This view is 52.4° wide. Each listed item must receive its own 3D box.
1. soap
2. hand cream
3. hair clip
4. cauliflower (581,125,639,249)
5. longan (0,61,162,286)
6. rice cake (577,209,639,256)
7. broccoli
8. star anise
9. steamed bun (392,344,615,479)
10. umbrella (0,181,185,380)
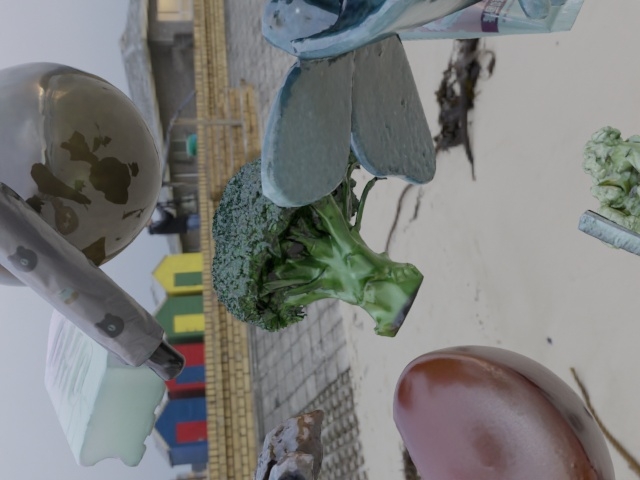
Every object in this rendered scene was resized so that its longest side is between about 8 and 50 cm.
[{"bbox_3d":[-0.386,0.213,1.136,0.347,0.115,0.208,28,100,54],"label":"soap"},{"bbox_3d":[0.116,-0.249,0.721,0.085,0.331,0.058,-57,-36,-32],"label":"hand cream"},{"bbox_3d":[0.054,-0.220,0.507,0.318,0.239,0.391,-39,-75,-53],"label":"hair clip"},{"bbox_3d":[0.645,-0.100,1.289,0.327,0.281,0.260,52,119,26],"label":"cauliflower"},{"bbox_3d":[-0.427,-0.097,1.014,0.361,0.361,0.360,177,90,-81],"label":"longan"},{"bbox_3d":[0.497,0.010,0.992,0.043,0.211,0.034,-25,-42,-64],"label":"rice cake"},{"bbox_3d":[0.000,0.000,0.877,0.297,0.297,0.297,-59,-9,-14],"label":"broccoli"},{"bbox_3d":[-0.045,0.286,0.600,0.230,0.081,0.262,137,144,-65],"label":"star anise"},{"bbox_3d":[0.300,0.325,1.003,0.235,0.248,0.379,13,-137,-58],"label":"steamed bun"},{"bbox_3d":[-0.299,0.060,0.803,0.337,0.073,0.067,47,157,-20],"label":"umbrella"}]
